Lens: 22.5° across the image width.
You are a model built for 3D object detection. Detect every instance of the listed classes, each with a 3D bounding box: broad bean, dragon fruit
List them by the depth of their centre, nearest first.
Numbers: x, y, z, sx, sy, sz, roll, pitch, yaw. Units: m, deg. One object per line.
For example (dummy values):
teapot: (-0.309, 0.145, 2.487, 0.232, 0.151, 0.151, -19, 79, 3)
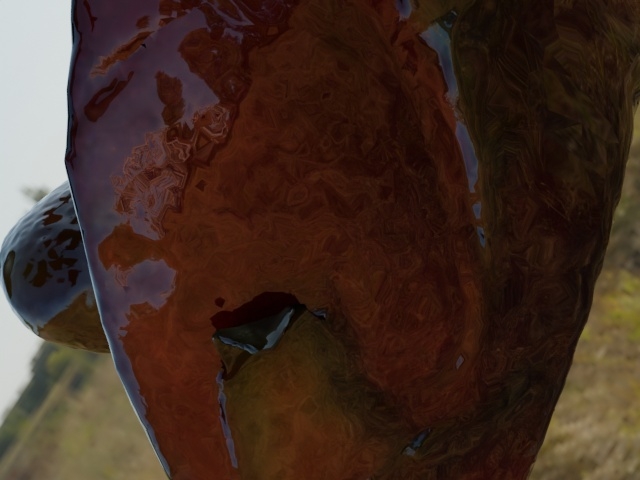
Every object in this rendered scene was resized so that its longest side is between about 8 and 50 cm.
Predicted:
dragon fruit: (0.031, -0.038, 0.568, 0.100, 0.282, 0.344, -5, 60, 51)
broad bean: (-0.067, -0.003, 0.713, 0.165, 0.084, 0.114, -22, 26, -32)
